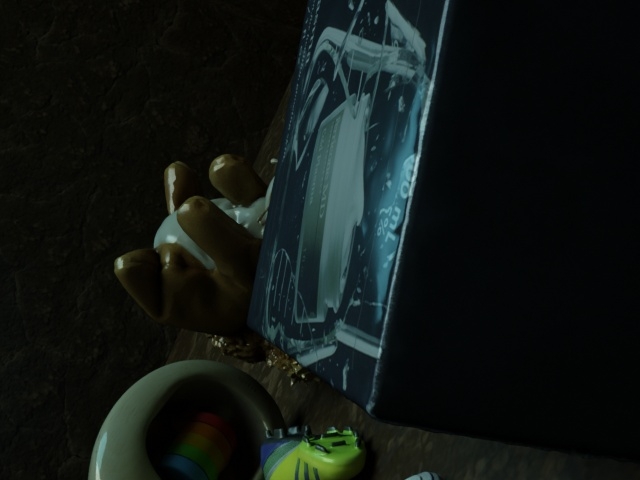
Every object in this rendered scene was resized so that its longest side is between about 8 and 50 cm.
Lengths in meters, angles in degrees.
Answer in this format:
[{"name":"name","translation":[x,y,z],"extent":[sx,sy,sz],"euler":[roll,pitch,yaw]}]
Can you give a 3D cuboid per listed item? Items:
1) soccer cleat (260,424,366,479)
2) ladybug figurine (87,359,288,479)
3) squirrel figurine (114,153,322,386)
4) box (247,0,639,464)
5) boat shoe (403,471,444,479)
[{"name":"soccer cleat","translation":[-0.007,0.330,1.347],"extent":[0.289,0.093,0.121],"euler":[160,106,-65]},{"name":"ladybug figurine","translation":[-0.214,0.366,1.475],"extent":[0.162,0.305,0.449],"euler":[-52,-2,30]},{"name":"squirrel figurine","translation":[-0.065,0.038,1.518],"extent":[0.370,0.397,0.281],"euler":[-16,28,27]},{"name":"box","translation":[0.149,-0.099,0.844],"extent":[0.472,0.297,0.480],"euler":[-173,94,-74]},{"name":"boat shoe","translation":[0.038,0.326,1.038],"extent":[0.226,0.076,0.083],"euler":[-44,15,9]}]
